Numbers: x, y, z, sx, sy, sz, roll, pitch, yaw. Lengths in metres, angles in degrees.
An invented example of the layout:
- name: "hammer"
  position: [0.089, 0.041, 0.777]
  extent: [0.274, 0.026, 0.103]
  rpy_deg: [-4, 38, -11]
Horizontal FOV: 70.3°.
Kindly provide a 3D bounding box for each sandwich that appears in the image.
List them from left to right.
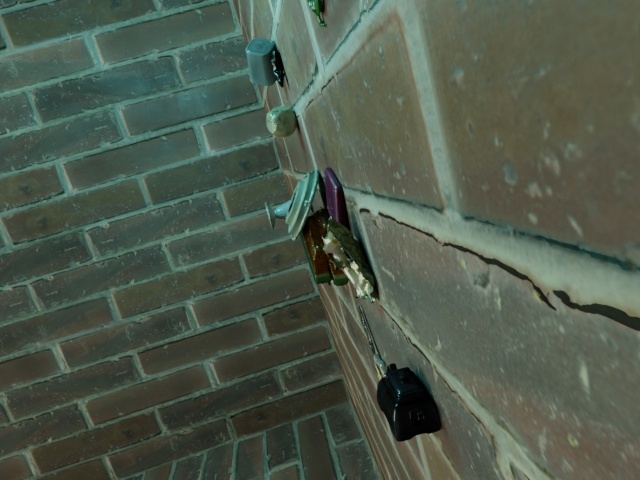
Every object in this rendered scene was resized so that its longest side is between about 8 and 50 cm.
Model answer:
- name: "sandwich"
  position: [0.003, 0.012, 1.452]
  extent: [0.212, 0.109, 0.291]
  rpy_deg: [94, 159, -78]

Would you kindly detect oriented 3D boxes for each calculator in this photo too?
- name: "calculator"
  position: [0.040, -0.085, 1.173]
  extent: [0.126, 0.034, 0.190]
  rpy_deg: [-111, 7, -53]

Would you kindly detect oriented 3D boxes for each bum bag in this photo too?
- name: "bum bag"
  position: [-0.139, -0.565, 1.488]
  extent: [0.058, 0.034, 0.124]
  rpy_deg: [-90, -15, -80]

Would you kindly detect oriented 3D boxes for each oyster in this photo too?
- name: "oyster"
  position: [0.077, 0.049, 1.068]
  extent: [0.209, 0.072, 0.132]
  rpy_deg: [50, 161, 18]

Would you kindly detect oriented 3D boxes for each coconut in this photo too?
- name: "coconut"
  position: [-0.138, -0.417, 1.583]
  extent: [0.124, 0.110, 0.110]
  rpy_deg: [-132, 25, -63]

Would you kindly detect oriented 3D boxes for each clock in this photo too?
- name: "clock"
  position: [-0.067, -0.117, 1.434]
  extent: [0.236, 0.053, 0.236]
  rpy_deg: [-161, 90, -78]

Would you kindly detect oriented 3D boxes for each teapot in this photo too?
- name: "teapot"
  position: [0.157, 0.288, 0.851]
  extent: [0.177, 0.087, 0.096]
  rpy_deg: [-121, 19, -70]

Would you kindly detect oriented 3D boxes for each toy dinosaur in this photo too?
- name: "toy dinosaur"
  position: [-0.005, -0.378, 0.741]
  extent: [0.083, 0.021, 0.062]
  rpy_deg: [-108, -4, -59]

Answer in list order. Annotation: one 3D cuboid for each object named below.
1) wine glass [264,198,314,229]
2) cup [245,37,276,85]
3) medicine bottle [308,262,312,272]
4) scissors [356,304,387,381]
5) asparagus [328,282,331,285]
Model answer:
- name: "wine glass"
  position: [-0.136, -0.132, 2.013]
  extent: [0.165, 0.197, 0.164]
  rpy_deg: [161, 90, -84]
- name: "cup"
  position: [-0.190, -0.620, 1.564]
  extent: [0.129, 0.095, 0.128]
  rpy_deg: [87, -156, -57]
- name: "medicine bottle"
  position: [0.007, 0.068, 1.625]
  extent: [0.168, 0.105, 0.104]
  rpy_deg: [87, 166, -72]
- name: "scissors"
  position: [0.159, 0.336, 1.322]
  extent: [0.160, 0.024, 0.317]
  rpy_deg: [84, 168, -66]
- name: "asparagus"
  position: [0.014, 0.112, 2.183]
  extent: [0.022, 0.023, 0.232]
  rpy_deg: [1, 116, 37]
